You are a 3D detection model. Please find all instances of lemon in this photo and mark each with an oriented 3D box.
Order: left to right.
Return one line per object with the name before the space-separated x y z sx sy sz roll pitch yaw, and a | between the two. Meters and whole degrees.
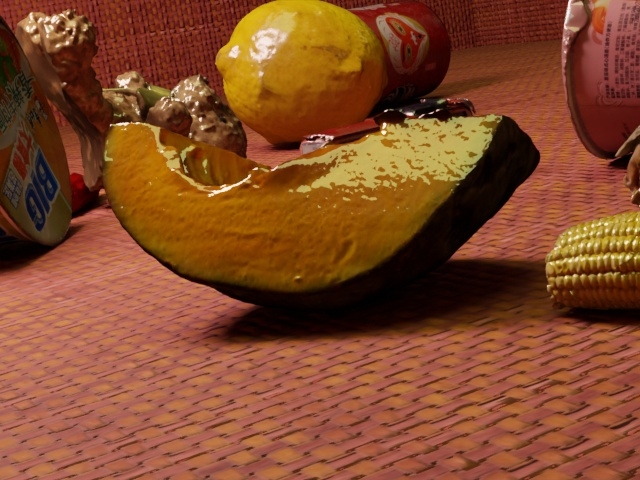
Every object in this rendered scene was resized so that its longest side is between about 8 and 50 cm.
lemon | -0.029 -0.268 1.909 0.288 0.233 0.233 1 6 -22

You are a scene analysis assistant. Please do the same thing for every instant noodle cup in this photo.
instant noodle cup | -0.433 -0.100 1.325 0.214 0.296 0.296 -18 10 7
instant noodle cup | 0.400 -0.195 1.220 0.231 0.243 0.243 8 19 38

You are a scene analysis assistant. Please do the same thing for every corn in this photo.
corn | 0.219 0.012 0.726 0.165 0.063 0.085 -5 35 31

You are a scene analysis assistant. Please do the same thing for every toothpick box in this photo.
toothpick box | 0.078 -0.347 2.316 0.204 0.204 0.333 0 13 39

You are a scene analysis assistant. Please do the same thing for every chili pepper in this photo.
chili pepper | -0.327 -0.060 1.583 0.050 0.059 0.268 36 12 -1

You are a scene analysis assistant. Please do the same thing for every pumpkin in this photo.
pumpkin | 0.000 0.000 0.893 0.312 0.148 0.169 4 -24 20

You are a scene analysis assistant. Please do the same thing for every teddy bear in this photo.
teddy bear | -0.228 -0.183 1.547 0.222 0.296 0.246 -28 23 -19

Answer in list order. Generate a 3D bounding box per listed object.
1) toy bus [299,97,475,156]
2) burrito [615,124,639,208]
toy bus | 0.081 -0.089 1.269 0.235 0.096 0.073 -20 18 -41
burrito | 0.326 -0.071 0.950 0.175 0.107 0.348 -6 14 22
